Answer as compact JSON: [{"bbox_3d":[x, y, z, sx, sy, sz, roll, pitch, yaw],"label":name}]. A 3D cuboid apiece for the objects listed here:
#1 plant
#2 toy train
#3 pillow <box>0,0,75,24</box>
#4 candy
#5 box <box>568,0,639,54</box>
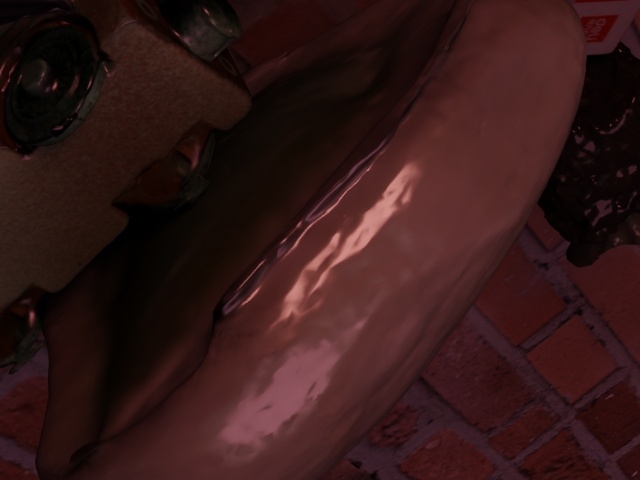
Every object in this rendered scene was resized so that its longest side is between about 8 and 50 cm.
[{"bbox_3d":[0.225,-0.072,1.236,0.142,0.131,0.203,-31,134,-8],"label":"plant"},{"bbox_3d":[-0.182,-0.049,0.919,0.326,0.159,0.129,-42,141,16],"label":"toy train"},{"bbox_3d":[-0.249,-0.128,0.785,0.208,0.055,0.141,-10,158,26],"label":"pillow"},{"bbox_3d":[0.000,0.000,0.958,0.186,0.386,0.427,41,92,-17],"label":"candy"},{"bbox_3d":[0.186,-0.213,1.054,0.123,0.050,0.229,-5,150,-20],"label":"box"}]
